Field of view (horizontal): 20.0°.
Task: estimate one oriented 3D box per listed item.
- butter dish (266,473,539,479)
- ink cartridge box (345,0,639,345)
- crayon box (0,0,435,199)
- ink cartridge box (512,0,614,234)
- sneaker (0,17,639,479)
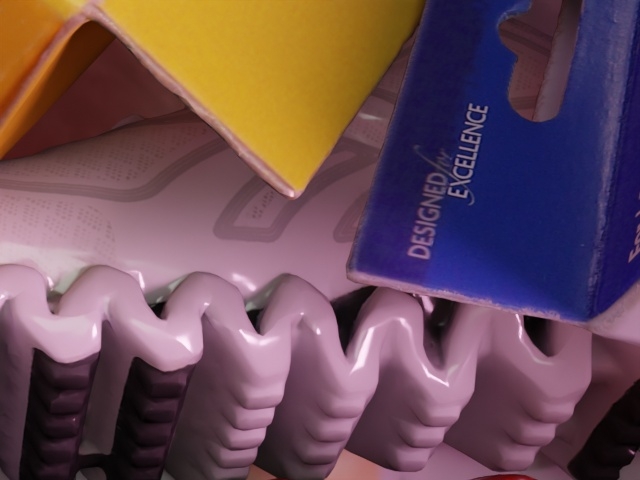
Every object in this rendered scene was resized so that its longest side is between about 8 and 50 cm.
[{"bbox_3d":[0.011,0.109,0.425,0.160,0.160,0.118,-29,66,-18],"label":"butter dish"},{"bbox_3d":[0.183,-0.030,0.351,0.333,0.065,0.165,11,46,5],"label":"ink cartridge box"},{"bbox_3d":[-0.108,-0.142,0.413,0.318,0.081,0.202,40,41,-5],"label":"crayon box"},{"bbox_3d":[0.179,-0.036,0.460,0.239,0.060,0.275,13,39,7],"label":"ink cartridge box"},{"bbox_3d":[0.000,0.000,0.461,0.292,0.110,0.118,1,65,-18],"label":"sneaker"}]
